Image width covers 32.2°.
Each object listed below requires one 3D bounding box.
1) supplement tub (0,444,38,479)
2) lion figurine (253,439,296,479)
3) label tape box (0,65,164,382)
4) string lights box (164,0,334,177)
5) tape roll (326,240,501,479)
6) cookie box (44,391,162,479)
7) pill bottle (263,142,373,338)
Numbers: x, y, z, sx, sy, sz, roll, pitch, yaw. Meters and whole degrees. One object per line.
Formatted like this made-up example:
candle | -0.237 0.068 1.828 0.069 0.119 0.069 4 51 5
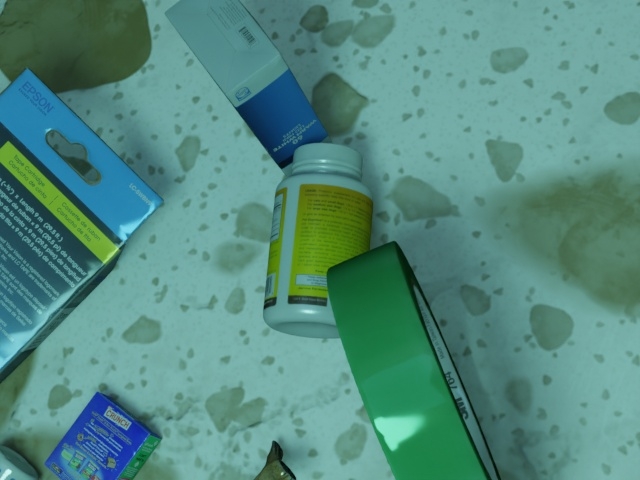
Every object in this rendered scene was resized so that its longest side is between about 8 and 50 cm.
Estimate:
supplement tub | -0.396 0.305 1.323 0.071 0.071 0.107 39 85 22
lion figurine | -0.035 0.428 1.174 0.240 0.142 0.392 -41 53 7
label tape box | -0.383 -0.007 1.362 0.240 0.106 0.333 45 88 1
string lights box | -0.074 -0.182 1.290 0.077 0.259 0.133 -37 67 0
tape roll | 0.103 0.160 1.104 0.077 0.321 0.321 -23 69 7
cookie box | -0.258 0.251 1.320 0.092 0.040 0.107 34 84 22
pill bottle | 0.000 0.000 1.291 0.117 0.117 0.215 1 74 15
